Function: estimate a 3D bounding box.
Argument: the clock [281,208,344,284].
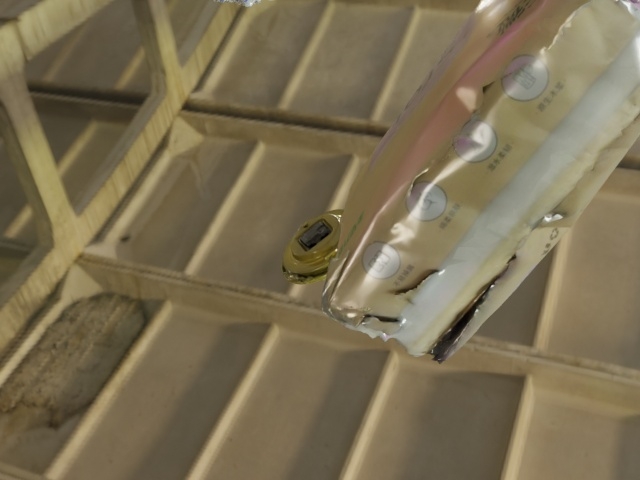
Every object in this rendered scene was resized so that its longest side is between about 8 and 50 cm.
[{"bbox_3d":[0.000,0.000,1.768,0.237,0.057,0.237,-26,-147,18],"label":"clock"}]

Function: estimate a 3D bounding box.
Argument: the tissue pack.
[{"bbox_3d":[0.117,-0.066,0.530,0.123,0.256,0.215,32,-154,-10],"label":"tissue pack"}]

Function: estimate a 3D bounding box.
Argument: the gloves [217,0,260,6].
[{"bbox_3d":[-0.108,-0.274,0.701,0.229,0.119,0.097,-2,179,-21],"label":"gloves"}]
